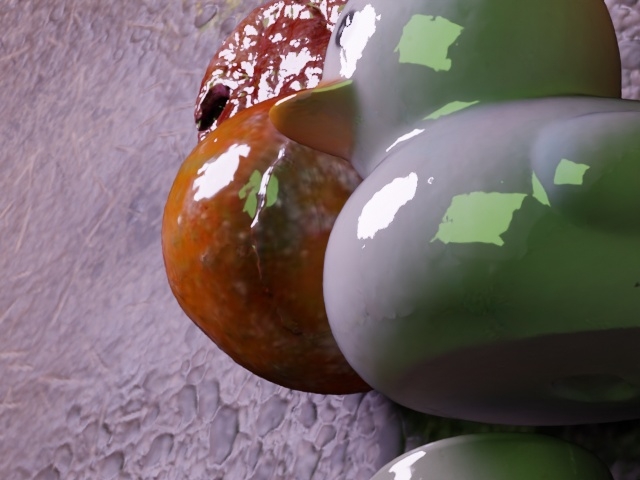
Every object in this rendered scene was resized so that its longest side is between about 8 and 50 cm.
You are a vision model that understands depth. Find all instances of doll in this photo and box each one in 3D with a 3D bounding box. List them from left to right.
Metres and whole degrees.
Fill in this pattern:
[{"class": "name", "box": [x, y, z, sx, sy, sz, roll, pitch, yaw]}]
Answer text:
[{"class": "doll", "box": [0.102, -0.032, 0.661, 0.251, 0.221, 0.221, 2, 57, -1]}]

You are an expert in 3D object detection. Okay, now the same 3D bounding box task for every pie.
[{"class": "pie", "box": [-0.019, -0.100, 0.975, 0.153, 0.038, 0.153, -21, 52, 29]}]

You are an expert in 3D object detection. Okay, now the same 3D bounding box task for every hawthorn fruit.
[{"class": "hawthorn fruit", "box": [0.000, 0.000, 0.797, 0.173, 0.173, 0.173, -24, 50, 31]}]

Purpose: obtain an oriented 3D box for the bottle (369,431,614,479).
[{"class": "bottle", "box": [0.081, 0.211, 0.609, 0.120, 0.120, 0.253, -28, 47, 28]}]
